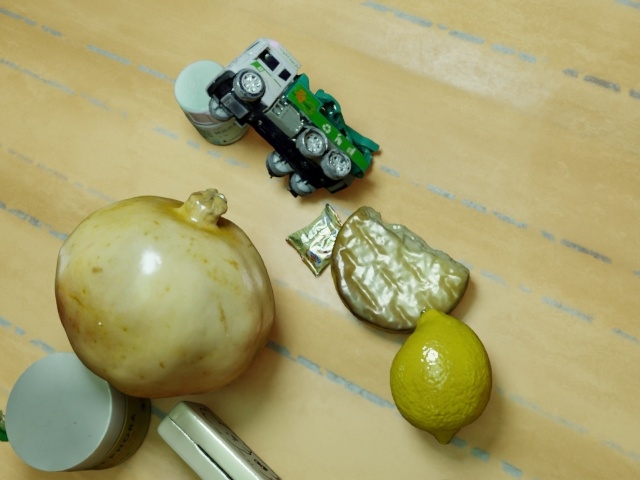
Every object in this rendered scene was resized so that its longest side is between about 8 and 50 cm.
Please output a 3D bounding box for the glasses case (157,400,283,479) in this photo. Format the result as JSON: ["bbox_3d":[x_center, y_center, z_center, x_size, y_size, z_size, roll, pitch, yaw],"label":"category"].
[{"bbox_3d":[-0.150,0.436,1.347,0.336,0.144,0.076,39,85,18],"label":"glasses case"}]

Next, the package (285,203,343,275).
[{"bbox_3d":[0.002,-0.001,1.507,0.120,0.031,0.108,-39,71,0],"label":"package"}]

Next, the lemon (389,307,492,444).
[{"bbox_3d":[0.217,0.243,1.305,0.186,0.187,0.244,-3,82,11],"label":"lemon"}]

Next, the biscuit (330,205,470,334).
[{"bbox_3d":[0.136,0.069,1.423,0.274,0.091,0.213,39,87,11],"label":"biscuit"}]

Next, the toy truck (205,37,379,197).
[{"bbox_3d":[-0.049,-0.234,1.456,0.363,0.176,0.178,40,62,-18],"label":"toy truck"}]

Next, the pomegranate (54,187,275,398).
[{"bbox_3d":[-0.280,0.083,1.343,0.411,0.411,0.412,-3,73,11],"label":"pomegranate"}]

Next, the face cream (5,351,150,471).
[{"bbox_3d":[-0.467,0.338,1.420,0.218,0.179,0.218,-3,73,11],"label":"face cream"}]

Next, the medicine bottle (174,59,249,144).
[{"bbox_3d":[-0.231,-0.297,1.570,0.135,0.168,0.135,-4,72,11],"label":"medicine bottle"}]

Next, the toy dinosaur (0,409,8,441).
[{"bbox_3d":[-0.655,0.398,1.528,0.119,0.029,0.060,17,93,10],"label":"toy dinosaur"}]
